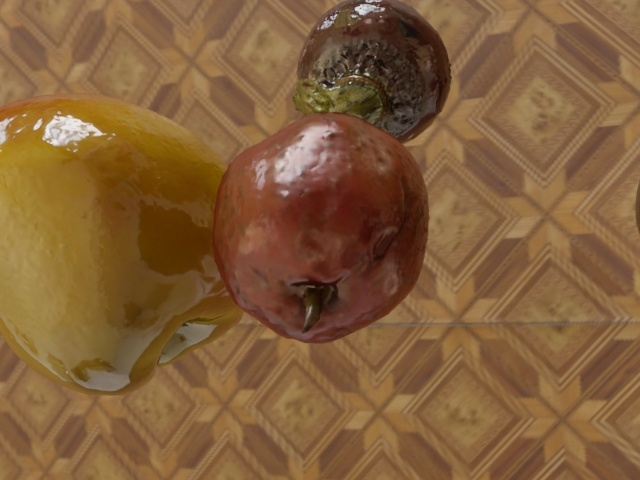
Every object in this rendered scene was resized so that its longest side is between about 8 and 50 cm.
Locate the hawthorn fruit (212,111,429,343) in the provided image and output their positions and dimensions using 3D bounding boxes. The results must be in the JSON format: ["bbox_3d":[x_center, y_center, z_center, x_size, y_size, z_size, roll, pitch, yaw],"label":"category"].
[{"bbox_3d":[0.000,0.000,0.781,0.179,0.200,0.179,2,123,2],"label":"hawthorn fruit"}]

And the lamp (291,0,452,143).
[{"bbox_3d":[0.050,-0.161,0.984,0.156,0.135,0.157,20,118,8],"label":"lamp"}]

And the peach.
[{"bbox_3d":[-0.219,-0.012,0.995,0.289,0.289,0.308,-40,82,26],"label":"peach"}]

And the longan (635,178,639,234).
[{"bbox_3d":[0.429,-0.037,1.024,0.196,0.220,0.197,-4,74,15],"label":"longan"}]
